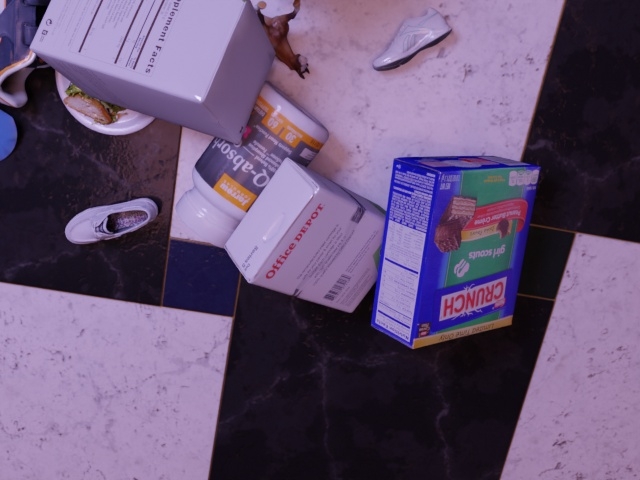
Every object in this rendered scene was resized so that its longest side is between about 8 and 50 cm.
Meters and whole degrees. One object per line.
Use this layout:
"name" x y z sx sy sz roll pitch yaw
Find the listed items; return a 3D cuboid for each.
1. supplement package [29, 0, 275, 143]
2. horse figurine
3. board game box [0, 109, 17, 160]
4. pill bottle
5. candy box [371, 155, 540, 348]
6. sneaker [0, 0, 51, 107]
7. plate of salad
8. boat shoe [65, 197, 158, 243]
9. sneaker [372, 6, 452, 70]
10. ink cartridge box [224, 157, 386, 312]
"supplement package" -0.248 -0.295 0.947 0.293 0.177 0.175 20 83 12
"horse figurine" -0.134 -0.376 1.030 0.263 0.174 0.066 18 80 0
"board game box" -0.637 -0.217 1.104 0.133 0.033 0.169 -39 126 23
"pill bottle" -0.126 -0.130 1.086 0.162 0.162 0.278 36 102 -11
"candy box" 0.245 0.013 1.104 0.268 0.122 0.317 -7 112 -34
"sneaker" -0.495 -0.374 1.023 0.127 0.126 0.321 33 114 -6
"plate of salad" -0.376 -0.288 1.090 0.200 0.048 0.199 0 106 -1
"boat shoe" -0.401 -0.031 1.157 0.184 0.063 0.066 -11 107 1
"sneaker" 0.155 -0.357 1.089 0.152 0.054 0.061 -31 90 4
"ink cartridge box" 0.000 0.000 1.084 0.273 0.115 0.198 23 108 -46
